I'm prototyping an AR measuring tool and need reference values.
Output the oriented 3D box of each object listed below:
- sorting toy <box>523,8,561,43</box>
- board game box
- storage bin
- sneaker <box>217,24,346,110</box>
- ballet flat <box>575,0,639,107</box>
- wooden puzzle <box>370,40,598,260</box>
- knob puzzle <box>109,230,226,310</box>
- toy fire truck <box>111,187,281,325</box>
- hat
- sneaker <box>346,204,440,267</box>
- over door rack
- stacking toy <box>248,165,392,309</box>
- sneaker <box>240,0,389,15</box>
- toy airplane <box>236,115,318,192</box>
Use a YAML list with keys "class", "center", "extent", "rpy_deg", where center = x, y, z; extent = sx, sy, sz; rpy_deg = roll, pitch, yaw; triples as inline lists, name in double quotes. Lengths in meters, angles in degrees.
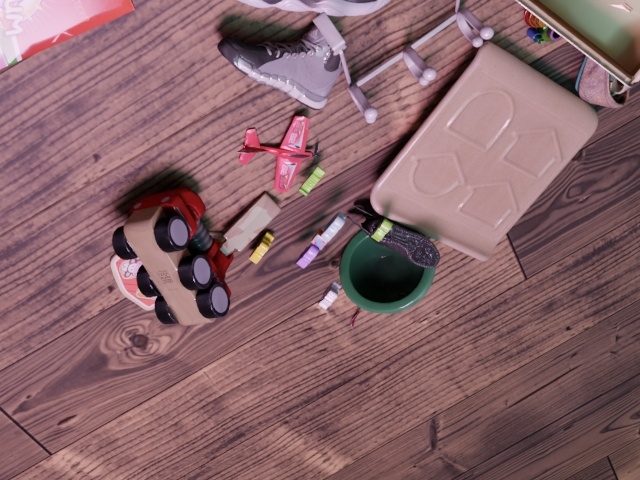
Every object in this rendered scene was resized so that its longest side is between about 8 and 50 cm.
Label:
- class: "sorting toy"
  center: [0.381, -0.360, 1.900]
  extent: [0.102, 0.042, 0.061]
  rpy_deg: [29, 112, -39]
- class: "board game box"
  center: [-0.444, -0.359, 1.520]
  extent: [0.316, 0.064, 0.242]
  rpy_deg: [-25, 133, -3]
- class: "storage bin"
  center: [0.479, -0.418, 1.766]
  extent: [0.260, 0.123, 0.262]
  rpy_deg: [36, 110, -6]
- class: "sneaker"
  center: [-0.048, -0.299, 1.743]
  extent: [0.228, 0.086, 0.132]
  rpy_deg: [20, 113, -46]
- class: "ballet flat"
  center: [0.522, -0.362, 1.912]
  extent: [0.107, 0.106, 0.316]
  rpy_deg: [-28, 140, -31]
- class: "wooden puzzle"
  center: [0.286, -0.157, 2.009]
  extent: [0.322, 0.080, 0.348]
  rpy_deg: [23, 111, -36]
- class: "knob puzzle"
  center: [-0.271, 0.052, 1.960]
  extent: [0.213, 0.030, 0.213]
  rpy_deg: [-12, 131, -14]
- class: "toy fire truck"
  center: [-0.193, -0.010, 1.879]
  extent: [0.158, 0.246, 0.217]
  rpy_deg: [-11, 122, 30]
- class: "hat"
  center: [0.137, 0.071, 2.120]
  extent: [0.208, 0.173, 0.183]
  rpy_deg: [2, 165, 21]
- class: "sneaker"
  center: [0.131, -0.008, 2.006]
  extent: [0.170, 0.089, 0.051]
  rpy_deg: [29, 90, -13]
- class: "over door rack"
  center: [0.136, -0.302, 1.711]
  extent: [0.239, 0.108, 0.324]
  rpy_deg: [-35, 162, 1]
- class: "stacking toy"
  center: [0.000, 0.000, 1.952]
  extent: [0.167, 0.052, 0.221]
  rpy_deg: [35, 120, -7]
- class: "sneaker"
  center: [-0.004, -0.417, 1.640]
  extent: [0.268, 0.101, 0.153]
  rpy_deg: [-1, 130, -20]
- class: "toy airplane"
  center: [-0.073, -0.147, 1.884]
  extent: [0.151, 0.028, 0.151]
  rpy_deg: [-12, 130, -15]
